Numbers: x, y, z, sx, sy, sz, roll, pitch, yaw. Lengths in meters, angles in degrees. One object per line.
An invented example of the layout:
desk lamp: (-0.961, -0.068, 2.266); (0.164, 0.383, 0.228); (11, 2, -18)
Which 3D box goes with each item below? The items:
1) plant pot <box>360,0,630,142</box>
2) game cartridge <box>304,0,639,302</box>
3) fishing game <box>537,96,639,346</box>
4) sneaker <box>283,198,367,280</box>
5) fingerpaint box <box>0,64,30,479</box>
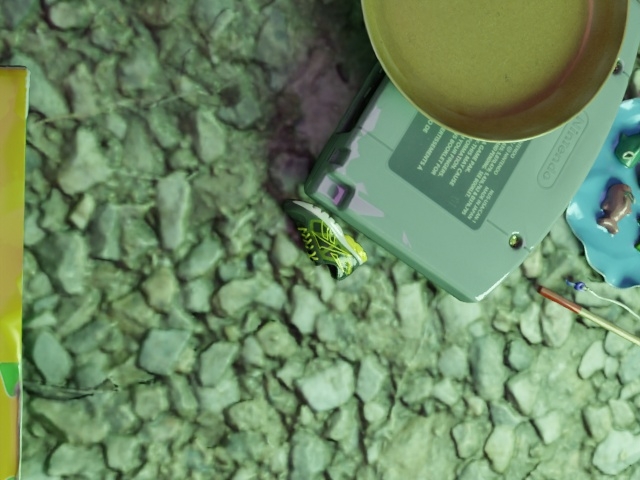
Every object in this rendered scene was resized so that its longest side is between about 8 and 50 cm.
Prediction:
plant pot: (0.133, -0.193, 0.872); (0.236, 0.032, 0.236); (-1, 92, -21)
game cartridge: (0.139, -0.110, 0.922); (0.198, 0.062, 0.297); (36, 80, -23)
fishing game: (0.305, -0.037, 0.996); (0.189, 0.041, 0.264); (28, 83, -17)
sneaker: (0.000, 0.000, 0.884); (0.083, 0.031, 0.035); (40, 79, -18)
fingerpaint box: (-0.375, 0.112, 0.674); (0.371, 0.163, 0.444); (0, 92, -22)
